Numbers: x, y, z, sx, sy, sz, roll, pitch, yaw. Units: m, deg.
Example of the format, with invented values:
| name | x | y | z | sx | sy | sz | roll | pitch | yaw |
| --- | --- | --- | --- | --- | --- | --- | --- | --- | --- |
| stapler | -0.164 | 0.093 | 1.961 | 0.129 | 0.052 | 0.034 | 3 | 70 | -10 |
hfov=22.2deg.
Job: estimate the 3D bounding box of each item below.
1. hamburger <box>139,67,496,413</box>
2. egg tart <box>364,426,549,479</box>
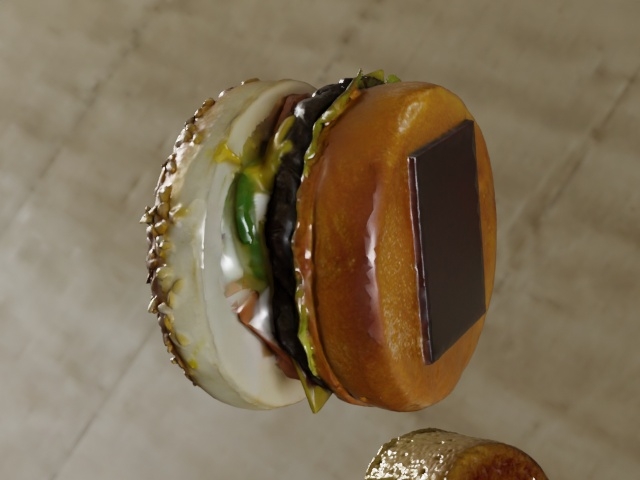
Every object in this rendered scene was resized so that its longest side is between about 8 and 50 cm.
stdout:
| name | x | y | z | sx | sy | sz | roll | pitch | yaw |
| --- | --- | --- | --- | --- | --- | --- | --- | --- | --- |
| hamburger | 0.000 | 0.000 | 1.271 | 0.225 | 0.291 | 0.291 | 4 | -20 | 28 |
| egg tart | 0.156 | 0.288 | 1.706 | 0.202 | 0.203 | 0.147 | 35 | -27 | -18 |
